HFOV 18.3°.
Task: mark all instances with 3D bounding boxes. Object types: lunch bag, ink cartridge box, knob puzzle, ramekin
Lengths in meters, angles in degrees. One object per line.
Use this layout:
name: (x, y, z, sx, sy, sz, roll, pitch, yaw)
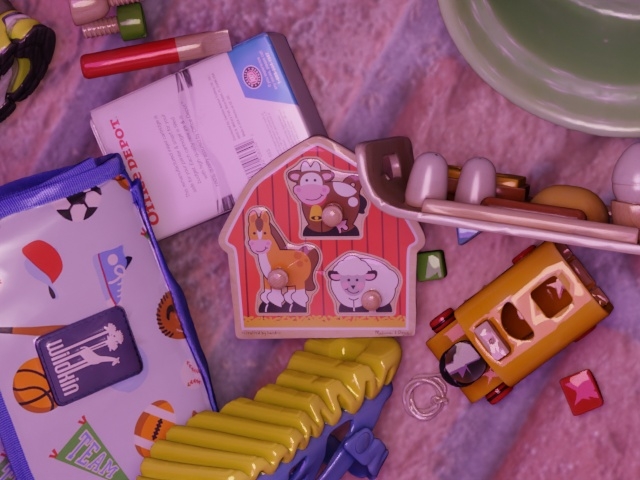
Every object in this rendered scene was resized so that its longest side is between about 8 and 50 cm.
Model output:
lunch bag: (-0.305, 0.121, 1.851, 0.385, 0.239, 0.328, -17, 101, 10)
ink cartridge box: (-0.100, -0.096, 1.873, 0.190, 0.082, 0.140, -23, 91, 14)
knob puzzle: (0.000, 0.000, 1.822, 0.213, 0.030, 0.213, 2, 107, 6)
ramekin: (0.260, -0.248, 1.688, 0.303, 0.148, 0.303, 10, 135, 11)

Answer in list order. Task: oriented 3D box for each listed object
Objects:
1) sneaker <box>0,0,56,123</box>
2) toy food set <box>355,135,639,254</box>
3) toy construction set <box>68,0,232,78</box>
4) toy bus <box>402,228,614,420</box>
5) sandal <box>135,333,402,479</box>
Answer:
sneaker: (-0.387, -0.127, 1.934, 0.300, 0.111, 0.121, -47, 68, 10)
toy food set: (0.198, -0.056, 1.743, 0.306, 0.220, 0.092, 9, 97, 12)
toy construction set: (-0.128, -0.319, 1.800, 0.237, 0.257, 0.309, -10, 102, 0)
toy bus: (0.168, 0.083, 1.819, 0.190, 0.104, 0.202, 7, 95, 12)
sandal: (-0.034, 0.201, 1.800, 0.126, 0.317, 0.138, 17, 124, 43)
